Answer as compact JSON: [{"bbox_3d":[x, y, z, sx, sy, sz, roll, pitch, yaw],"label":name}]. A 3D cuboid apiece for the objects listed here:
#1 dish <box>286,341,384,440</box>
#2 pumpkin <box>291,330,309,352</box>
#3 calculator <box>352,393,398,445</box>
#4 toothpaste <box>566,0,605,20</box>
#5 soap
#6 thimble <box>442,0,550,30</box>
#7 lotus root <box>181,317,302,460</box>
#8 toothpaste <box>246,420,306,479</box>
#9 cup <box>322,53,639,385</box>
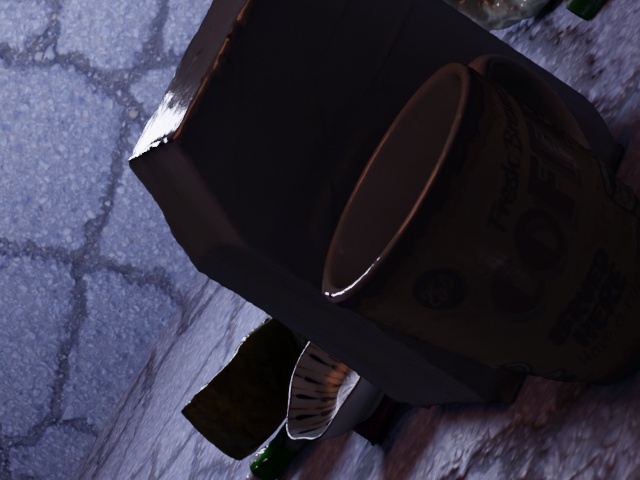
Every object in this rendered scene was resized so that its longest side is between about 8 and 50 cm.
[{"bbox_3d":[0.033,0.166,1.646,0.190,0.066,0.190,-49,26,34],"label":"dish"},{"bbox_3d":[0.030,0.088,1.828,0.167,0.125,0.167,-40,-3,-3],"label":"pumpkin"},{"bbox_3d":[0.066,0.180,1.707,0.126,0.034,0.190,-64,11,-4],"label":"calculator"},{"bbox_3d":[0.358,-0.343,1.649,0.178,0.037,0.043,-53,14,37],"label":"toothpaste"},{"bbox_3d":[0.047,-0.070,1.390,0.350,0.435,0.213,-60,17,-9],"label":"soap"},{"bbox_3d":[0.211,-0.436,1.866,0.291,0.291,0.195,-42,24,58],"label":"thimble"},{"bbox_3d":[-0.071,0.185,1.910,0.235,0.119,0.138,-45,-4,-30],"label":"lotus root"},{"bbox_3d":[-0.034,0.262,1.910,0.248,0.047,0.078,-52,8,31],"label":"toothpaste"},{"bbox_3d":[0.171,-0.021,1.184,0.227,0.257,0.301,-44,23,49],"label":"cup"}]
